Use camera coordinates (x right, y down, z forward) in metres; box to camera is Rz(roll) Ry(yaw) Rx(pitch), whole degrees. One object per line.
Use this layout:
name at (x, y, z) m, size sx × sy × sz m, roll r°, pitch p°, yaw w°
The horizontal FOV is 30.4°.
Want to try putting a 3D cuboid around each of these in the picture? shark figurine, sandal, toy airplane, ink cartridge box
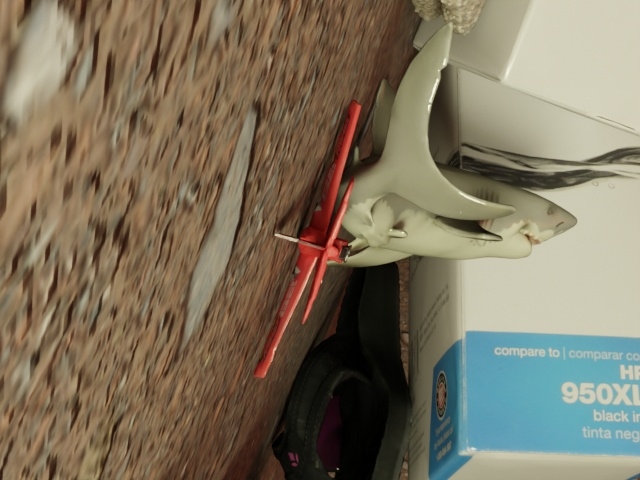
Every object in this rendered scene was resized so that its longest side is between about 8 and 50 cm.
shark figurine at (0.048, -0.048, 0.699) m, size 0.278 × 0.166 × 0.116 m, roll 21°, pitch 65°, yaw -68°
sandal at (0.012, 0.157, 1.131) m, size 0.446 × 0.107 × 0.168 m, roll -88°, pitch -166°, yaw -63°
toy airplane at (0.000, 0.000, 0.569) m, size 0.151 × 0.028 × 0.151 m, roll 20°, pitch 90°, yaw -86°
ink cartridge box at (0.172, 0.018, 1.032) m, size 0.285 × 0.166 × 0.395 m, roll 101°, pitch -9°, yaw -70°

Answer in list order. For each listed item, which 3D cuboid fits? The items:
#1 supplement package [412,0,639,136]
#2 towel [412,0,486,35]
supplement package at (0.213, -0.229, 0.794) m, size 0.293 × 0.177 × 0.175 m, roll -69°, pitch -159°, yaw 11°
towel at (0.096, -0.206, 0.620) m, size 0.282 × 0.049 × 0.187 m, roll -42°, pitch 152°, yaw -80°
